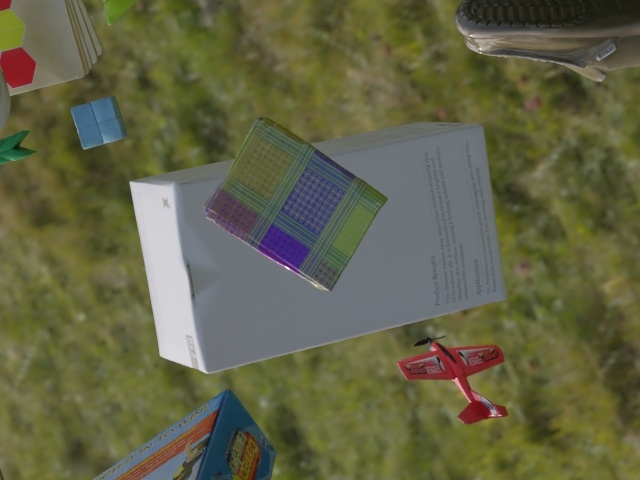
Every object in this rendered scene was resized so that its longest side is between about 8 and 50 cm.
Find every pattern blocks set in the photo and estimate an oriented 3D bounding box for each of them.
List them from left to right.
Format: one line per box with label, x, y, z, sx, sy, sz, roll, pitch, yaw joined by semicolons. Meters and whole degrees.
pattern blocks set;-0.316;-0.239;1.812;0.026;0.286;0.324;-45;-51;-73

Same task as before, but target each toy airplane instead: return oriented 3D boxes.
toy airplane;0.163;0.159;2.048;0.151;0.151;0.028;47;132;36

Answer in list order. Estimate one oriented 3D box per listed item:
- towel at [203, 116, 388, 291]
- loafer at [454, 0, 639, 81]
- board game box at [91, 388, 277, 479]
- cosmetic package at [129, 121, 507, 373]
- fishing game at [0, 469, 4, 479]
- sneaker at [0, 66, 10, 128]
towel;-0.014;-0.019;0.896;0.083;0.060;0.009;33;-174;18
loafer;0.151;-0.120;1.051;0.056;0.148;0.050;-93;4;-51
board game box;-0.197;0.300;1.637;0.086;0.308;0.302;53;-167;-10
cosmetic package;0.000;0.000;2.016;0.156;0.385;0.217;-169;70;-66
fishing game;-0.366;0.258;1.449;0.041;0.264;0.189;17;122;60
sneaker;-0.357;-0.217;1.576;0.295;0.105;0.147;58;173;46
